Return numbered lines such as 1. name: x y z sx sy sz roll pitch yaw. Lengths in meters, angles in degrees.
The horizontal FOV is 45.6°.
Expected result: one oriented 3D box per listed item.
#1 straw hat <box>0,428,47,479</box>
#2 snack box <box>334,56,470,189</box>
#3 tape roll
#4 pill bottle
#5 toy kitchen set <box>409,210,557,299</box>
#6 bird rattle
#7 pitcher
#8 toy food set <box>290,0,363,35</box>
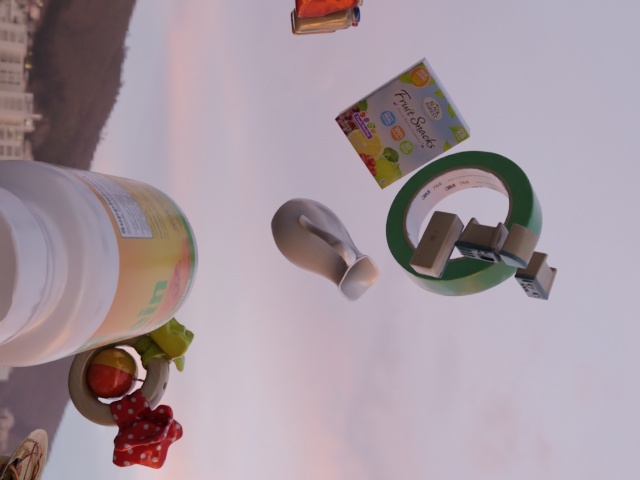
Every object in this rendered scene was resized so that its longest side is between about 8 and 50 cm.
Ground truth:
1. straw hat: -0.370 0.274 0.863 0.144 0.061 0.144 15 90 -88
2. snack box: 0.162 -0.229 1.499 0.207 0.174 0.070 -32 -167 20
3. tape roll: 0.298 -0.040 1.606 0.321 0.077 0.321 -17 -128 23
4. pill bottle: -0.190 0.015 0.542 0.246 0.136 0.136 0 92 -80
5. toy kitchen set: 0.307 0.051 1.429 0.207 0.166 0.122 13 -112 41
6. bird rattle: -0.303 0.230 1.224 0.143 0.207 0.253 53 47 -69
7. pitcher: 0.000 0.000 1.392 0.207 0.125 0.177 41 -13 27
8. toy food set: 0.010 -0.383 1.095 0.232 0.105 0.111 90 -8 -49
